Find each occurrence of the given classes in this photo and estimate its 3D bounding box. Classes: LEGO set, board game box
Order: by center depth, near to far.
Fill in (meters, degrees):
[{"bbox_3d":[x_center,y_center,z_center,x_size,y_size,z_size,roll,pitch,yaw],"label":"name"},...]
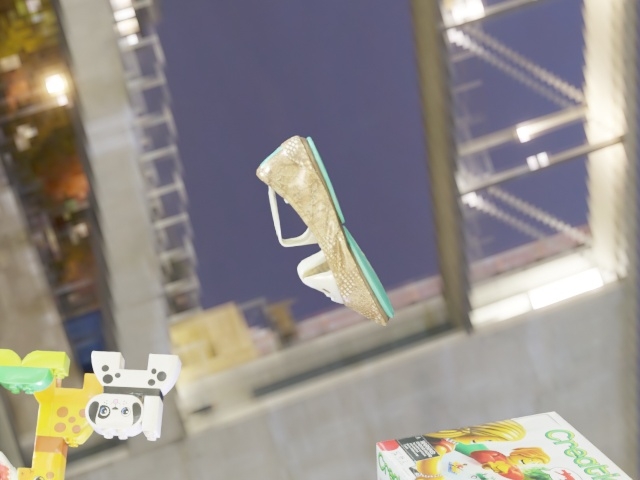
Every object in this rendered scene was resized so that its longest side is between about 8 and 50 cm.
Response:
[{"bbox_3d":[-0.206,0.126,1.128,0.087,0.227,0.093,82,11,-70],"label":"LEGO set"},{"bbox_3d":[0.191,0.249,1.554,0.305,0.193,0.053,-137,-138,-65],"label":"board game box"}]

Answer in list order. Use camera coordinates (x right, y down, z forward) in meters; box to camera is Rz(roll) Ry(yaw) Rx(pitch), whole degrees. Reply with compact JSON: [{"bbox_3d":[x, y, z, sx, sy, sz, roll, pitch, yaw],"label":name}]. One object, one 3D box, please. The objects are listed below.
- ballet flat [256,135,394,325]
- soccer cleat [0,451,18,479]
[{"bbox_3d":[0.000,0.000,1.571,0.073,0.067,0.206,-108,173,-69],"label":"ballet flat"},{"bbox_3d":[-0.249,0.212,1.443,0.083,0.036,0.029,66,-10,-6],"label":"soccer cleat"}]
